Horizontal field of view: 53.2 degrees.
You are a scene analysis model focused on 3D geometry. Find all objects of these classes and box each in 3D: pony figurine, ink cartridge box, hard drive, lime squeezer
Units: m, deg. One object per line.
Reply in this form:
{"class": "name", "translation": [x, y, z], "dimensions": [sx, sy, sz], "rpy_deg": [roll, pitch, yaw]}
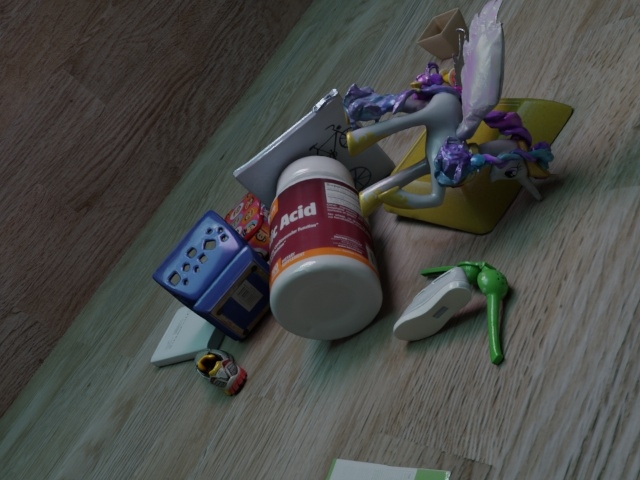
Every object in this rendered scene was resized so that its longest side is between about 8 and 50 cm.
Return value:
{"class": "pony figurine", "translation": [0.229, -0.220, 1.163], "dimensions": [0.364, 0.350, 0.303], "rpy_deg": [-10, 6, 8]}
{"class": "ink cartridge box", "translation": [0.083, 0.409, 0.915], "dimensions": [0.235, 0.056, 0.171], "rpy_deg": [-13, 42, 46]}
{"class": "hard drive", "translation": [-0.361, 0.255, 1.851], "dimensions": [0.308, 0.040, 0.203], "rpy_deg": [-20, 36, 44]}
{"class": "lime squeezer", "translation": [0.268, 0.085, 1.111], "dimensions": [0.310, 0.059, 0.109], "rpy_deg": [-121, 45, -62]}

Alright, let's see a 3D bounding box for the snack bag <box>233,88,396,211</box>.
{"class": "snack bag", "translation": [-0.012, -0.170, 1.563], "dimensions": [0.323, 0.342, 0.037], "rpy_deg": [-38, 50, 10]}

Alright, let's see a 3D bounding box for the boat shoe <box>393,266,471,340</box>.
{"class": "boat shoe", "translation": [0.192, 0.111, 1.121], "dimensions": [0.184, 0.066, 0.063], "rpy_deg": [-55, 19, 41]}

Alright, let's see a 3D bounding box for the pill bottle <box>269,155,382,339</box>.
{"class": "pill bottle", "translation": [0.000, 0.000, 1.385], "dimensions": [0.224, 0.224, 0.392], "rpy_deg": [-36, 34, 23]}

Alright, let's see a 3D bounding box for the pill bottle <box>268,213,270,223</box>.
{"class": "pill bottle", "translation": [-0.059, -0.079, 1.782], "dimensions": [0.184, 0.103, 0.103], "rpy_deg": [-24, 34, 40]}

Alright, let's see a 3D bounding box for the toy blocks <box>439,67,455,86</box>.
{"class": "toy blocks", "translation": [0.345, -0.400, 1.665], "dimensions": [0.123, 0.054, 0.148], "rpy_deg": [-51, 26, -8]}

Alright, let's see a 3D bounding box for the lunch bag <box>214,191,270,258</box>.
{"class": "lunch bag", "translation": [-0.232, -0.015, 1.961], "dimensions": [0.258, 0.120, 0.293], "rpy_deg": [-42, 24, 21]}

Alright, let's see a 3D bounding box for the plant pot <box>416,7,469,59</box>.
{"class": "plant pot", "translation": [0.366, -0.589, 1.855], "dimensions": [0.109, 0.096, 0.109], "rpy_deg": [-57, 27, -16]}

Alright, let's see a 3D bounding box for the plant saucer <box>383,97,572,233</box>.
{"class": "plant saucer", "translation": [0.304, -0.190, 1.358], "dimensions": [0.332, 0.081, 0.333], "rpy_deg": [-53, 32, -12]}

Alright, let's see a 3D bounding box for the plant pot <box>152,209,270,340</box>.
{"class": "plant pot", "translation": [-0.242, 0.104, 1.633], "dimensions": [0.212, 0.236, 0.236], "rpy_deg": [33, 79, 39]}

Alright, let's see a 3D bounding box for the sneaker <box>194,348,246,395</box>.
{"class": "sneaker", "translation": [-0.260, 0.301, 1.565], "dimensions": [0.088, 0.093, 0.225], "rpy_deg": [-55, 26, -16]}
